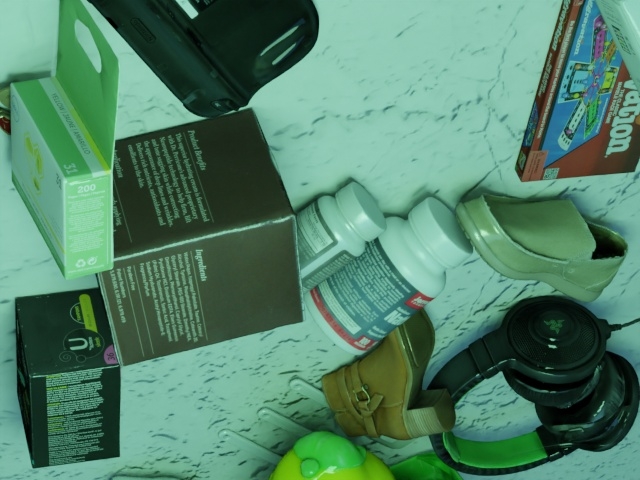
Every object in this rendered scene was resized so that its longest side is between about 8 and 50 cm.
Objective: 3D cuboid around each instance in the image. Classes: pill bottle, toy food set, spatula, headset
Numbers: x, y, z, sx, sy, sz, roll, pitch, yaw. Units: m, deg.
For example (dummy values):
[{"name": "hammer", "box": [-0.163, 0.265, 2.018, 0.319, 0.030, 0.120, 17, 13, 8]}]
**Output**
[{"name": "pill bottle", "box": [0.000, 0.000, 1.939, 0.137, 0.078, 0.078, -35, 136, 15]}, {"name": "toy food set", "box": [-0.329, -0.134, 1.719, 0.078, 0.019, 0.122, -44, 141, 23]}, {"name": "spatula", "box": [-0.001, 0.249, 2.244, 0.168, 0.019, 0.242, -37, 134, 22]}, {"name": "pill bottle", "box": [0.078, 0.037, 1.985, 0.180, 0.108, 0.108, -39, 135, 20]}, {"name": "headset", "box": [0.319, 0.182, 2.171, 0.394, 0.185, 0.243, -31, 137, 10]}]

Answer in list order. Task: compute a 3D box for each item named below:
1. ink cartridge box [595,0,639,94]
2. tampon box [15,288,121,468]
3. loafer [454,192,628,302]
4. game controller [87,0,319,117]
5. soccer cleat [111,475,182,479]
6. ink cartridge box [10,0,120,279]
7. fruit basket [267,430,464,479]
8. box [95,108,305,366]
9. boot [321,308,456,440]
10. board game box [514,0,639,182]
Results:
[{"name": "ink cartridge box", "box": [0.472, -0.207, 1.772, 0.309, 0.130, 0.272, -28, 107, 1]}, {"name": "tampon box", "box": [-0.279, 0.153, 1.955, 0.101, 0.120, 0.161, -7, 136, -14]}, {"name": "loafer", "box": [0.257, -0.007, 2.025, 0.268, 0.102, 0.092, 18, 124, -46]}, {"name": "game controller", "box": [-0.125, -0.245, 1.665, 0.166, 0.067, 0.319, -41, 136, 1]}, {"name": "soccer cleat", "box": [-0.249, 0.416, 2.262, 0.143, 0.116, 0.331, 13, 127, -12]}, {"name": "ink cartridge box", "box": [-0.241, -0.107, 1.650, 0.056, 0.171, 0.235, -13, 132, -22]}, {"name": "fruit basket", "box": [0.016, 0.362, 2.170, 0.392, 0.283, 0.392, -4, 109, -13]}, {"name": "box", "box": [-0.137, -0.002, 1.816, 0.203, 0.168, 0.167, -13, 137, -8]}, {"name": "boot", "box": [0.066, 0.154, 2.125, 0.152, 0.073, 0.197, -8, 104, 35]}, {"name": "board game box", "box": [0.309, -0.179, 1.915, 0.145, 0.027, 0.281, -6, 136, -17]}]
